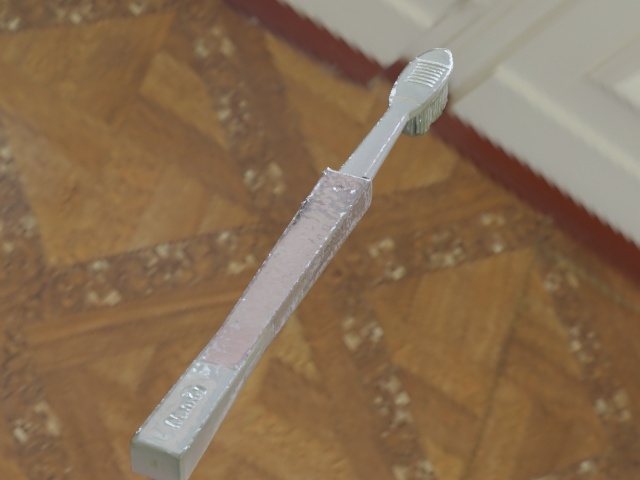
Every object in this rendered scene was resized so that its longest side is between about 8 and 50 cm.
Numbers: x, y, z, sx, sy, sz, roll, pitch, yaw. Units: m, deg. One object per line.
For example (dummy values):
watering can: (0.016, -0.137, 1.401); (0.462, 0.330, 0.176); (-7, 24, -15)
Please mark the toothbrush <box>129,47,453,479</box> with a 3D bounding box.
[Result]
toothbrush: (0.000, -0.002, 0.494); (0.014, 0.017, 0.194); (14, 36, 17)
